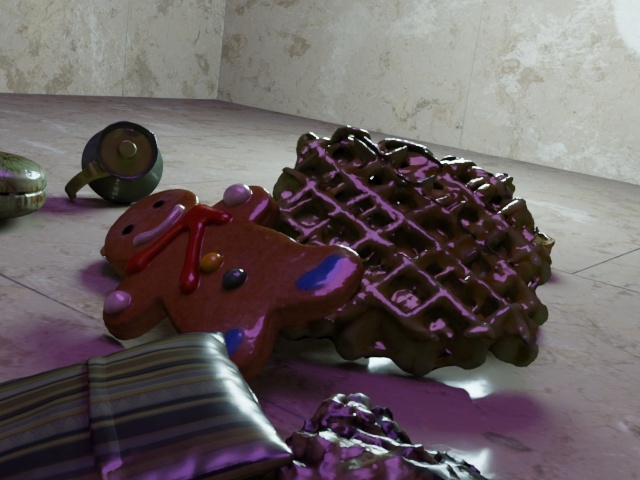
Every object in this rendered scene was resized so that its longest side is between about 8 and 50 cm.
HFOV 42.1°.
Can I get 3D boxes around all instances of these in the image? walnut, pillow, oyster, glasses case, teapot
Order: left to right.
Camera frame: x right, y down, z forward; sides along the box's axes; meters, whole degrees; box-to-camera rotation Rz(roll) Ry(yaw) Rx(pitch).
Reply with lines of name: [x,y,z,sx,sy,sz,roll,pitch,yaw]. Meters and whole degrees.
glasses case: [-0.586,-0.087,1.106,0.425,0.098,0.156,5,9,-11]
pillow: [-0.142,0.119,0.520,0.208,0.052,0.212,-16,17,-14]
teapot: [-0.329,-0.119,1.328,0.165,0.130,0.119,-33,-1,-23]
oyster: [0.031,0.157,0.483,0.223,0.083,0.214,-10,18,-33]
walnut: [0.310,0.010,1.285,0.091,0.052,0.121,8,15,-4]

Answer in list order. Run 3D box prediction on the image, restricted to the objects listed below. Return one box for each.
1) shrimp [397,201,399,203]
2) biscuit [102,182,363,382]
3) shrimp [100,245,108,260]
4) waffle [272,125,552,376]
shrimp: [0.164,0.017,1.040,0.262,0.051,0.198,38,6,11]
biscuit: [-0.118,0.021,0.790,0.205,0.049,0.324,-39,37,-13]
shrimp: [-0.177,0.021,0.957,0.152,0.063,0.287,2,11,-13]
waffle: [0.090,0.002,0.861,0.317,0.073,0.297,8,52,-1]
